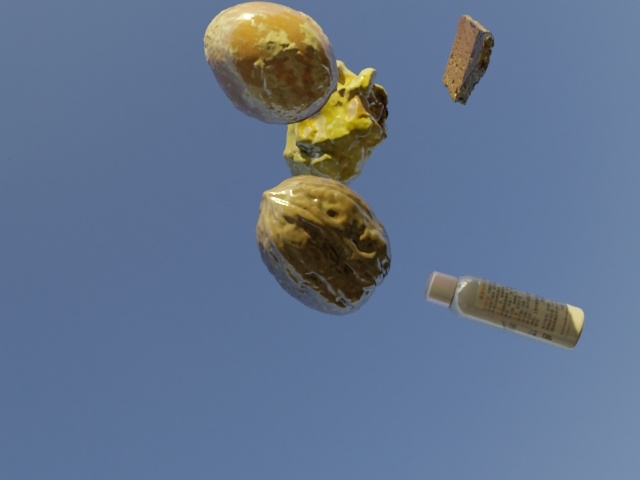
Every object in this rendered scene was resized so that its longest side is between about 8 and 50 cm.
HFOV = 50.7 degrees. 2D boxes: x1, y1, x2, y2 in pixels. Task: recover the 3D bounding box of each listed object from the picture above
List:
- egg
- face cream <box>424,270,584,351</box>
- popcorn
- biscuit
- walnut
[{"bbox_3d":[-0.084,-0.309,1.173,0.245,0.203,0.203,31,-97,-12],"label":"egg"},{"bbox_3d":[0.314,0.116,1.178,0.269,0.082,0.081,17,-91,6],"label":"face cream"},{"bbox_3d":[0.028,-0.250,1.460,0.215,0.252,0.286,5,-97,-44],"label":"popcorn"},{"bbox_3d":[0.249,-0.301,1.143,0.026,0.237,0.131,9,-64,-4],"label":"biscuit"},{"bbox_3d":[0.001,0.001,0.977,0.230,0.178,0.178,41,-101,-28],"label":"walnut"}]
